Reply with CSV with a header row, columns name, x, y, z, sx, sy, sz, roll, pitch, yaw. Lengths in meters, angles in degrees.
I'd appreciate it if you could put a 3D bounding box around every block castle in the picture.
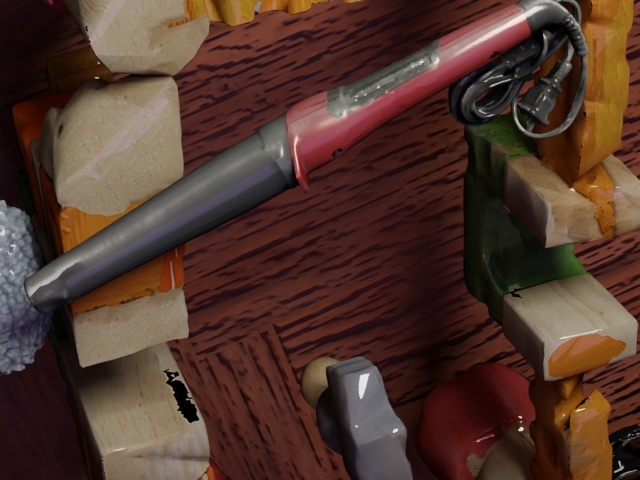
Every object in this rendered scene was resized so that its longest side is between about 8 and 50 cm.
name,x,y,z,sx,sy,sz,roll,pitch,yaw
block castle,0.000,0.000,0.887,0.303,0.213,0.453,-13,122,-15

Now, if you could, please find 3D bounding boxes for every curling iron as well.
name,x,y,z,sx,sy,sz,roll,pitch,yaw
curling iron,-0.001,-0.032,0.719,0.274,0.035,0.068,-26,123,-7

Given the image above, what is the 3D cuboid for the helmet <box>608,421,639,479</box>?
name,x,y,z,sx,sy,sz,roll,pitch,yaw
helmet,0.236,0.207,1.102,0.169,0.169,0.161,-26,104,-3

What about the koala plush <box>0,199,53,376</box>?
name,x,y,z,sx,sy,sz,roll,pitch,yaw
koala plush,-0.256,-0.046,0.780,0.196,0.203,0.221,-21,121,-7
